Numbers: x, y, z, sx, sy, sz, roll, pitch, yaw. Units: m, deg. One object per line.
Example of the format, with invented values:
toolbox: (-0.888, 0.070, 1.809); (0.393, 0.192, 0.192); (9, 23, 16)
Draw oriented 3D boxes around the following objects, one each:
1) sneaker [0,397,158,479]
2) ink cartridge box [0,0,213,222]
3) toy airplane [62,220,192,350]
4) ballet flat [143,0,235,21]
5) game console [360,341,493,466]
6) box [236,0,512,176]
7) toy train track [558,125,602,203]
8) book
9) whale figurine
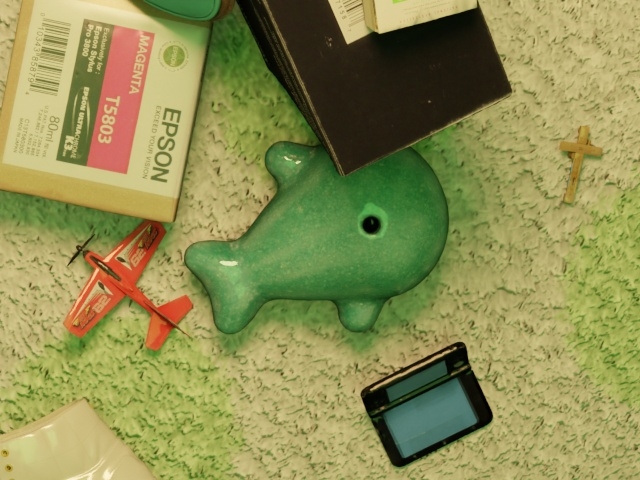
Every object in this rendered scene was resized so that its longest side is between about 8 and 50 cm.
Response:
sneaker: (-0.321, 0.289, 1.756); (0.292, 0.108, 0.169); (-39, 96, -11)
ink cartridge box: (-0.219, -0.148, 1.727); (0.193, 0.088, 0.234); (11, 92, -5)
toy airplane: (-0.194, 0.052, 1.777); (0.151, 0.028, 0.151); (2, 81, -13)
ballet flat: (-0.192, -0.314, 1.662); (0.316, 0.106, 0.107); (29, 135, 18)
game console: (0.114, 0.173, 1.800); (0.122, 0.107, 0.071); (-26, 69, -3)
box: (-0.003, -0.288, 1.575); (0.179, 0.312, 0.343); (-27, 119, -3)
toy train track: (0.271, -0.081, 1.819); (0.048, 0.014, 0.083); (9, 100, -13)
book: (0.078, -0.254, 1.422); (0.096, 0.035, 0.144); (-15, 116, -14)
whale figurine: (0.000, 0.000, 1.736); (0.272, 0.141, 0.216); (-24, 97, -2)
